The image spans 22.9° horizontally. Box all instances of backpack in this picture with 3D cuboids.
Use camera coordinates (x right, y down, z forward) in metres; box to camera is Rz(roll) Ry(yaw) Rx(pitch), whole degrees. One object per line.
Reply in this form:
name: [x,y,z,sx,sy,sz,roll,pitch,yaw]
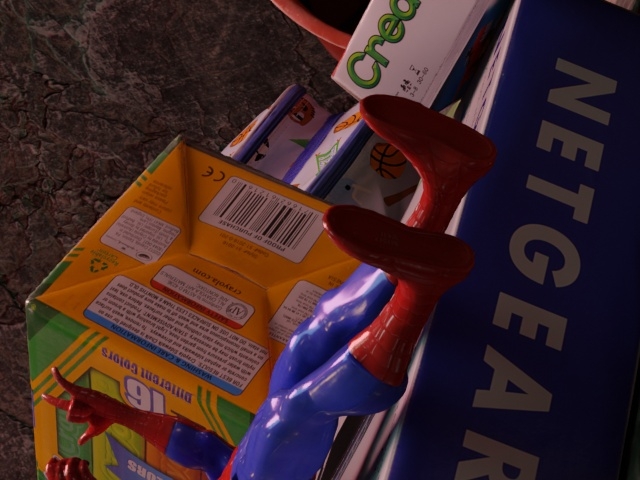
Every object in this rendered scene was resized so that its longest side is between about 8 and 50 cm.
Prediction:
backpack: [0.000,0.000,1.217,0.263,0.213,0.276,-33,24,59]

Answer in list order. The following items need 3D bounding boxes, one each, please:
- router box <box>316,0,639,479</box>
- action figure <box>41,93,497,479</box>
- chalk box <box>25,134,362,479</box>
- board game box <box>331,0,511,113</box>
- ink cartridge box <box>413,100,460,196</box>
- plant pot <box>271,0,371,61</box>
router box: [0.048,0.100,0.702,0.301,0.082,0.335,113,177,-50]
action figure: [-0.045,0.060,0.593,0.091,0.139,0.280,-69,-1,-47]
chalk box: [-0.070,0.113,1.047,0.179,0.180,0.289,-52,-21,-39]
board game box: [0.131,-0.202,0.720,0.193,0.053,0.305,-35,-20,-50]
ink cartridge box: [0.105,-0.049,0.970,0.209,0.062,0.109,118,173,-76]
plant pot: [0.077,-0.229,1.134,0.265,0.272,0.272,60,-129,-82]
